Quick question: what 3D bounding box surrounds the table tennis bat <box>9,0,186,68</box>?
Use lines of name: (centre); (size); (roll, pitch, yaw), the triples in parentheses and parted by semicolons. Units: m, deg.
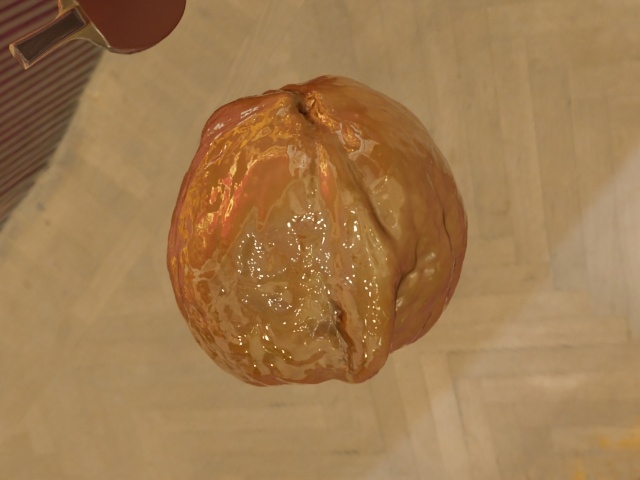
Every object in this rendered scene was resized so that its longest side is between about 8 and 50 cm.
table tennis bat: (-0.169, -0.178, 0.828); (0.095, 0.158, 0.014); (54, 149, -10)

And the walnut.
walnut: (0.000, 0.000, 0.550); (0.166, 0.149, 0.166); (-12, 125, -19)
